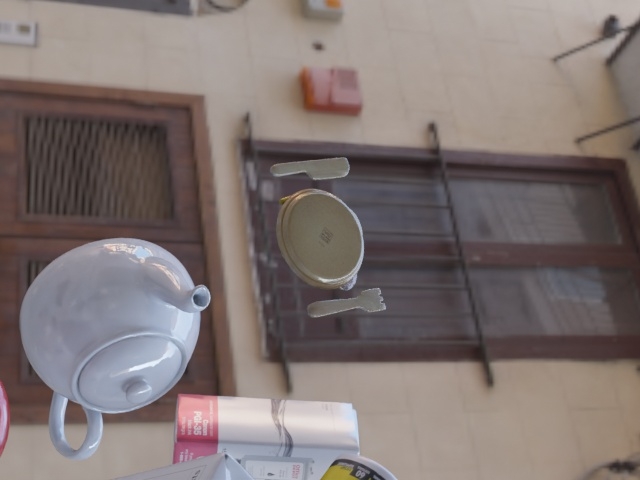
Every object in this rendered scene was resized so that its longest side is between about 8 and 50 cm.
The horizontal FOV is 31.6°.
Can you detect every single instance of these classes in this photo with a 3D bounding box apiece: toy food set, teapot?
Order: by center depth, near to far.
[{"bbox_3d":[0.000,0.000,1.341,0.038,0.132,0.192,-28,-107,51],"label":"toy food set"},{"bbox_3d":[-0.263,0.138,1.467,0.256,0.252,0.187,82,-16,-50],"label":"teapot"}]

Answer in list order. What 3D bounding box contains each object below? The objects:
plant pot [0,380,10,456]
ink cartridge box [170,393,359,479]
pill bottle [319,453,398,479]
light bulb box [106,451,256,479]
[{"bbox_3d":[-0.426,0.191,1.195,0.174,0.191,0.191,-10,-101,56],"label":"plant pot"},{"bbox_3d":[-0.092,0.357,1.763,0.117,0.283,0.207,-99,-165,-60],"label":"ink cartridge box"},{"bbox_3d":[0.015,0.391,1.472,0.208,0.119,0.119,-50,177,-34],"label":"pill bottle"},{"bbox_3d":[-0.193,0.389,0.873,0.361,0.225,0.358,-22,-153,41],"label":"light bulb box"}]
